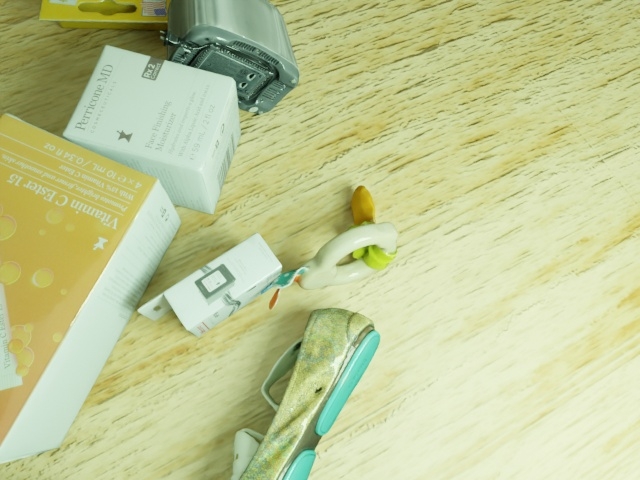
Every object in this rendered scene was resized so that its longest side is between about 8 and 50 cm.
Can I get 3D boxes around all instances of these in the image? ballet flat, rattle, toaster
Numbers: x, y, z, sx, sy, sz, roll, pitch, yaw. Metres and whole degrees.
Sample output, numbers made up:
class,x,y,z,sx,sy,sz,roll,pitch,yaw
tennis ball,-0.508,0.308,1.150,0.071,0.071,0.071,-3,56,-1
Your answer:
class,x,y,z,sx,sy,sz,roll,pitch,yaw
ballet flat,-0.043,0.240,0.612,0.123,0.123,0.348,29,72,3
rattle,0.000,0.000,0.684,0.200,0.130,0.142,-20,78,-6
toaster,-0.143,-0.303,0.729,0.227,0.129,0.146,10,60,-40

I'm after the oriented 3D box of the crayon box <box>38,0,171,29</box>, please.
class,x,y,z,sx,sy,sz,roll,pitch,yaw
crayon box,-0.342,-0.475,0.815,0.203,0.083,0.322,-1,72,-7

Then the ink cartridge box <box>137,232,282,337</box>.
class,x,y,z,sx,sy,sz,roll,pitch,yaw
ink cartridge box,-0.143,0.073,0.649,0.180,0.104,0.060,-34,80,-15

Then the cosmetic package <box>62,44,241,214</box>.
class,x,y,z,sx,sy,sz,roll,pitch,yaw
cosmetic package,-0.226,-0.151,0.686,0.184,0.151,0.151,14,70,-1

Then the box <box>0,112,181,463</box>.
class,x,y,z,sx,sy,sz,roll,pitch,yaw
box,-0.361,0.056,0.597,0.215,0.168,0.345,23,72,1
